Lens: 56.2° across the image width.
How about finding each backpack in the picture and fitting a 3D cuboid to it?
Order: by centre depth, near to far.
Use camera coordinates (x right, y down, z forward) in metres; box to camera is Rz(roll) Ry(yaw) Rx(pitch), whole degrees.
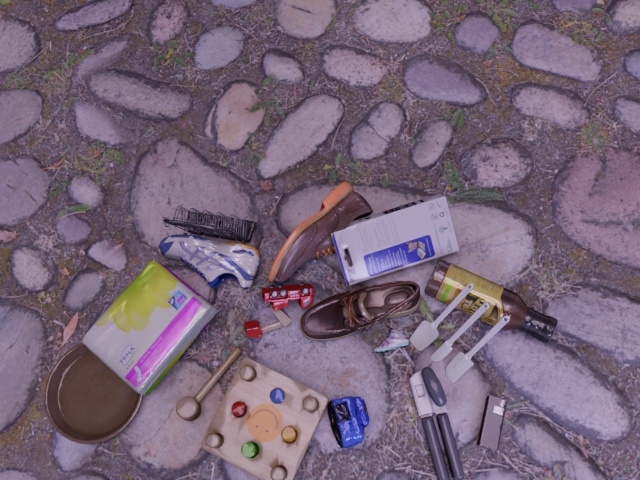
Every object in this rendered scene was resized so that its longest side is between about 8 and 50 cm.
[{"bbox_3d":[0.075,0.463,1.530,0.101,0.098,0.120,-11,70,-3],"label":"backpack"}]

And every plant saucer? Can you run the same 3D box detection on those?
[{"bbox_3d":[-0.611,0.409,1.635,0.277,0.041,0.278,-2,72,5],"label":"plant saucer"}]

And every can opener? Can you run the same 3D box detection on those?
[{"bbox_3d":[0.294,0.464,1.512,0.075,0.095,0.284,-14,71,1],"label":"can opener"}]

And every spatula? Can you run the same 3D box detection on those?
[{"bbox_3d":[0.359,0.236,1.559,0.168,0.019,0.242,46,117,20],"label":"spatula"}]

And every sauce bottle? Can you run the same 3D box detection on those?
[{"bbox_3d":[0.451,0.165,1.591,0.344,0.111,0.111,24,75,14],"label":"sauce bottle"}]

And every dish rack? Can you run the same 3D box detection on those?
[{"bbox_3d":[-0.304,-0.046,1.648,0.208,0.271,0.074,8,85,8],"label":"dish rack"}]

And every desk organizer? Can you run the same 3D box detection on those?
[{"bbox_3d":[0.435,0.463,1.525,0.047,0.050,0.130,14,73,9],"label":"desk organizer"}]

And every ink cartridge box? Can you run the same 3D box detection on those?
[{"bbox_3d":[0.203,-0.002,1.655,0.332,0.065,0.166,-17,104,-3],"label":"ink cartridge box"}]

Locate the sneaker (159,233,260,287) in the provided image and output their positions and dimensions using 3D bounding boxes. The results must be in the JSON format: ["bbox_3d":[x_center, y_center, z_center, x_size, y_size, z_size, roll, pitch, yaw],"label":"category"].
[{"bbox_3d":[-0.323,0.063,1.691,0.296,0.112,0.131,8,77,10],"label":"sneaker"}]

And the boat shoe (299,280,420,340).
[{"bbox_3d":[0.106,0.178,1.608,0.341,0.123,0.123,-13,71,0],"label":"boat shoe"}]

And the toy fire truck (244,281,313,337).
[{"bbox_3d":[-0.113,0.191,1.644,0.191,0.047,0.135,-4,109,-15],"label":"toy fire truck"}]

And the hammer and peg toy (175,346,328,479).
[{"bbox_3d":[-0.187,0.437,1.544,0.361,0.127,0.266,24,75,12],"label":"hammer and peg toy"}]

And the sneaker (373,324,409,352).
[{"bbox_3d":[0.184,0.264,1.621,0.098,0.038,0.069,-12,69,-9],"label":"sneaker"}]

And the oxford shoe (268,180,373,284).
[{"bbox_3d":[0.000,0.000,1.679,0.132,0.130,0.364,41,81,8],"label":"oxford shoe"}]

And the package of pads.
[{"bbox_3d":[-0.459,0.226,1.606,0.229,0.101,0.297,36,80,15],"label":"package of pads"}]
